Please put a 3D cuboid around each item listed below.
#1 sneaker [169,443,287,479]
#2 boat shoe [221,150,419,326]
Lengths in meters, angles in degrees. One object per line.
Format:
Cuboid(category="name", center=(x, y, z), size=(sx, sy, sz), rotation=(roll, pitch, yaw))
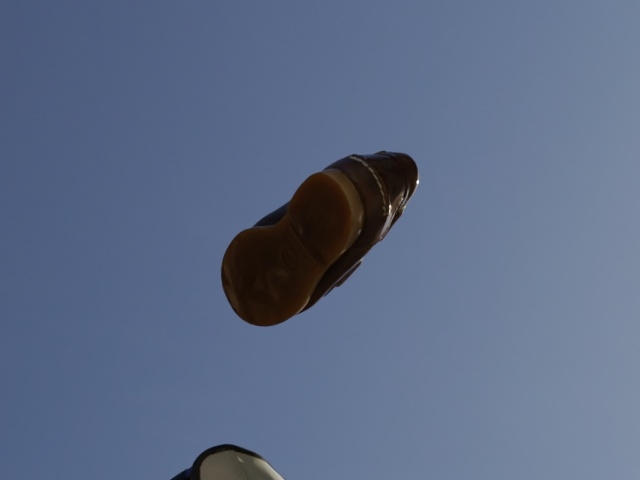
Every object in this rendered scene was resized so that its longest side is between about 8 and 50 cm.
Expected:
Cuboid(category="sneaker", center=(-0.042, 0.206, 0.782), size=(0.182, 0.315, 0.127), rotation=(44, -71, 1))
Cuboid(category="boat shoe", center=(0.000, 0.000, 1.153), size=(0.073, 0.073, 0.207), rotation=(-26, -6, -35))
